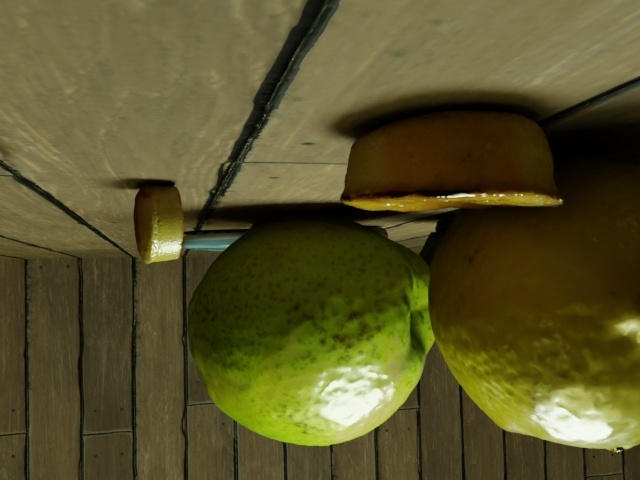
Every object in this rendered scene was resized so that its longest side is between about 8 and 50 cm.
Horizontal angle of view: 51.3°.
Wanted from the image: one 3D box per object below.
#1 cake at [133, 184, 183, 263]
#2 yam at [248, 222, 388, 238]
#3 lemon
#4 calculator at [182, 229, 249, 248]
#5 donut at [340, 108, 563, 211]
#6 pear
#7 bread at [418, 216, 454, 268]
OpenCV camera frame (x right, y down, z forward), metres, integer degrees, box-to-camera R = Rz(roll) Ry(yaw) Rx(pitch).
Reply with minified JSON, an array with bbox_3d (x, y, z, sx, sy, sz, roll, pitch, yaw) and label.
[{"bbox_3d":[-0.169,-0.018,0.690,0.044,0.083,0.084,-3,177,-20],"label":"cake"},{"bbox_3d":[0.000,0.000,1.240,0.300,0.066,0.066,3,175,-36],"label":"yam"},{"bbox_3d":[0.219,0.050,0.575,0.261,0.260,0.284,0,176,-21],"label":"lemon"},{"bbox_3d":[-0.135,0.004,1.390,0.303,0.042,0.188,2,175,-9],"label":"calculator"},{"bbox_3d":[0.088,-0.049,0.458,0.152,0.058,0.152,-1,177,0],"label":"donut"},{"bbox_3d":[0.000,0.127,1.021,0.392,0.390,0.391,-1,177,0],"label":"pear"},{"bbox_3d":[0.249,0.042,1.099,0.124,0.185,0.257,17,167,-15],"label":"bread"}]
